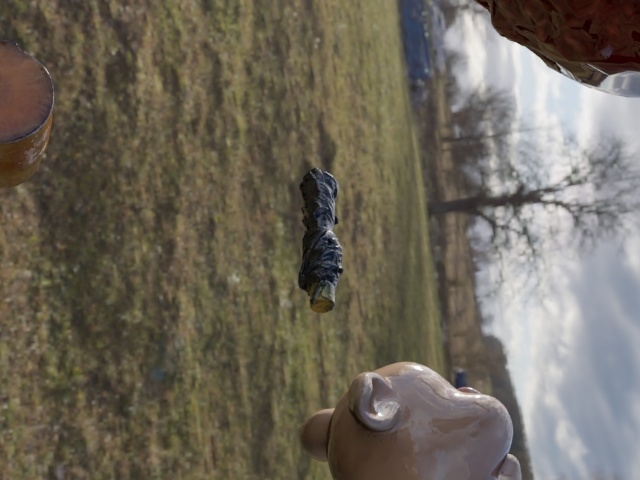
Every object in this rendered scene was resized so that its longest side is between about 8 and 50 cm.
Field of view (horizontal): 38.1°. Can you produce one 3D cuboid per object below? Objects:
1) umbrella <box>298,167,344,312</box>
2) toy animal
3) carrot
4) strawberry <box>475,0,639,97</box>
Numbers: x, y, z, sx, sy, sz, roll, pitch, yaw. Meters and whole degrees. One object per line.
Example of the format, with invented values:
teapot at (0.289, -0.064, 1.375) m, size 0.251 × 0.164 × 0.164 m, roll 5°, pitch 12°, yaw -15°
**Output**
umbrella at (0.000, 0.000, 0.784) m, size 0.040 × 0.037 × 0.144 m, roll 47°, pitch 30°, yaw -41°
toy animal at (0.095, 0.211, 0.701) m, size 0.248 × 0.149 × 0.165 m, roll 58°, pitch -37°, yaw 15°
carrot at (-0.436, -0.148, 1.242) m, size 0.225 × 0.159 × 0.159 m, roll 122°, pitch -35°, yaw -63°
strawberry at (0.171, -0.190, 0.425) m, size 0.274 × 0.220 × 0.274 m, roll -57°, pitch 177°, yaw -4°
